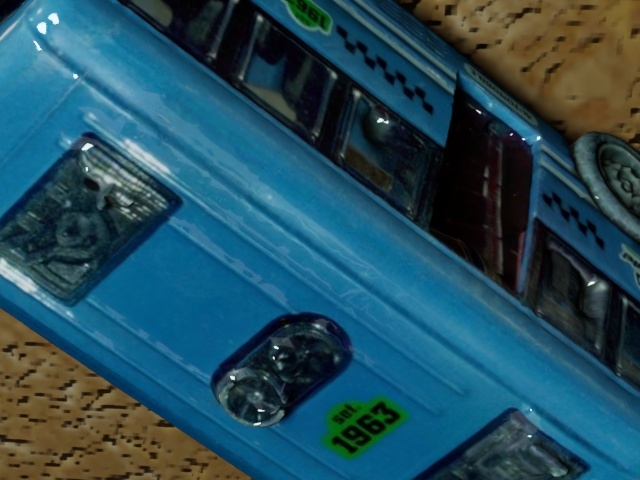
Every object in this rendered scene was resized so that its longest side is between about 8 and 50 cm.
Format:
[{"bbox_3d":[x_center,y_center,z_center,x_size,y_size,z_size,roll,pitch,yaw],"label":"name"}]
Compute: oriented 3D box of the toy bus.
[{"bbox_3d":[0.000,0.000,0.560,0.246,0.134,0.113,37,125,-19],"label":"toy bus"}]
